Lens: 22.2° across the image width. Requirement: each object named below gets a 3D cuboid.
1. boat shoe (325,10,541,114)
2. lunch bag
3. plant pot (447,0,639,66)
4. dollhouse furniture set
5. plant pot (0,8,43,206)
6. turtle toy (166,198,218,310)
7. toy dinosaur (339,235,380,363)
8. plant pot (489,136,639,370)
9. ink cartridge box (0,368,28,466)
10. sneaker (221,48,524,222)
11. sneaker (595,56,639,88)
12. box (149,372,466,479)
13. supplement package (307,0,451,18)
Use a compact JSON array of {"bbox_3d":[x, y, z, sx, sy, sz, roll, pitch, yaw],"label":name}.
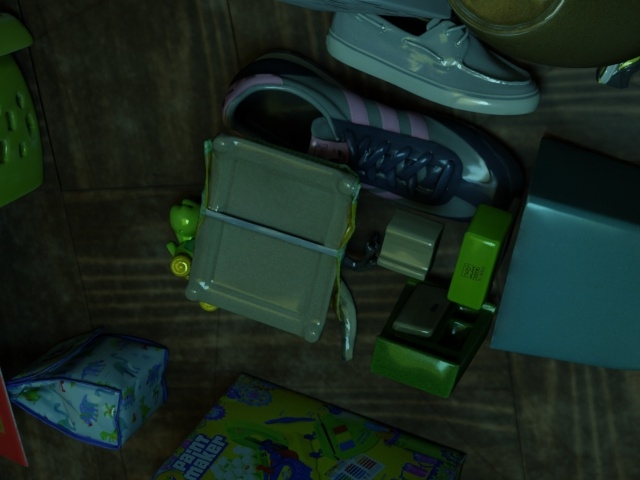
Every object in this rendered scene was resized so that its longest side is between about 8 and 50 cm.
[{"bbox_3d":[0.113,-0.190,1.604,0.228,0.079,0.081,21,122,16],"label":"boat shoe"},{"bbox_3d":[-0.267,0.161,1.871,0.151,0.129,0.096,11,113,19],"label":"lunch bag"},{"bbox_3d":[0.202,-0.253,1.426,0.237,0.254,0.237,6,105,22],"label":"plant pot"},{"bbox_3d":[0.033,-0.001,1.631,0.302,0.151,0.197,19,119,11],"label":"dollhouse furniture set"},{"bbox_3d":[-0.444,-0.148,1.763,0.228,0.227,0.207,12,109,17],"label":"plant pot"},{"bbox_3d":[-0.125,0.016,1.785,0.066,0.095,0.130,-38,96,8],"label":"turtle toy"},{"bbox_3d":[0.000,0.000,1.744,0.118,0.064,0.268,-27,104,32],"label":"toy dinosaur"},{"bbox_3d":[0.302,0.028,1.578,0.234,0.165,0.165,14,116,7],"label":"plant pot"},{"bbox_3d":[-0.461,0.115,1.895,0.261,0.066,0.296,14,121,53],"label":"ink cartridge box"},{"bbox_3d":[0.044,-0.086,1.645,0.319,0.131,0.112,22,118,11],"label":"sneaker"},{"bbox_3d":[0.298,-0.183,1.567,0.035,0.031,0.083,23,115,-17],"label":"sneaker"},{"bbox_3d":[-0.029,0.318,1.752,0.279,0.290,0.177,19,118,14],"label":"box"},{"bbox_3d":[0.025,-0.311,1.459,0.145,0.262,0.204,7,96,18],"label":"supplement package"}]
